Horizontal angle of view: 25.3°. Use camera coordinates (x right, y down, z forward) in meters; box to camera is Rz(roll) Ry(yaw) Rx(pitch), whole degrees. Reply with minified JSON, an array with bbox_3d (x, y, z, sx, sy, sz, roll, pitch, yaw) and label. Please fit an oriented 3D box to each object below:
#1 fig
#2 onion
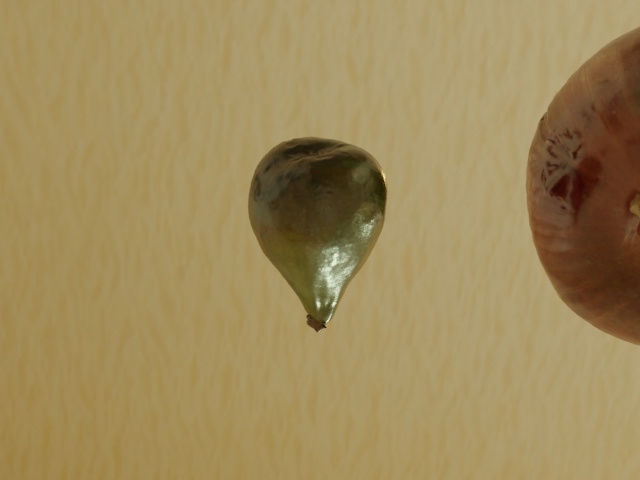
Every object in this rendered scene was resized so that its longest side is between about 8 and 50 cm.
[{"bbox_3d":[-0.009,-0.002,1.299,0.133,0.184,0.127,14,-174,30],"label":"fig"},{"bbox_3d":[0.381,-0.056,1.416,0.354,0.353,0.353,4,-151,-2],"label":"onion"}]
